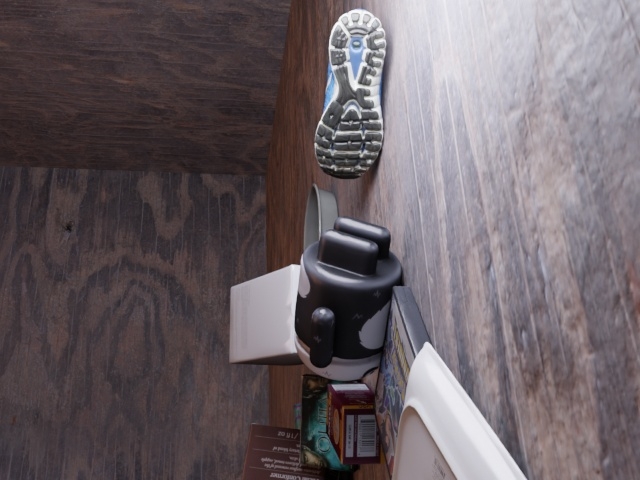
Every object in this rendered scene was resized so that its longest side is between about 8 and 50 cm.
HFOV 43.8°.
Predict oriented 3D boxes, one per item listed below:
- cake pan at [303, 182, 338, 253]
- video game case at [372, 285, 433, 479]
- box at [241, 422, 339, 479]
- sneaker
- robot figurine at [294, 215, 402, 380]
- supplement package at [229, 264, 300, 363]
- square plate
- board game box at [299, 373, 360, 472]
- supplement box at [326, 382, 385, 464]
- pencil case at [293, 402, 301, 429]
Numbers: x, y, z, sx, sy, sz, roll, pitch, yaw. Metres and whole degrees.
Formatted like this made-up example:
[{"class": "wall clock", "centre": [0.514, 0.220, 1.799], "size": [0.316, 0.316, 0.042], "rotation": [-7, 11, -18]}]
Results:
[{"class": "cake pan", "centre": [0.000, 0.000, 2.052], "size": [0.293, 0.054, 0.293], "rotation": [-179, 90, -82]}, {"class": "video game case", "centre": [0.129, 0.247, 1.195], "size": [0.275, 0.035, 0.248], "rotation": [-103, 16, -59]}, {"class": "box", "centre": [-0.079, 0.598, 1.709], "size": [0.143, 0.191, 0.381], "rotation": [55, -140, -65]}, {"class": "sneaker", "centre": [0.068, -0.274, 1.510], "size": [0.147, 0.129, 0.330], "rotation": [-73, -8, -65]}, {"class": "robot figurine", "centre": [0.047, 0.104, 1.336], "size": [0.173, 0.209, 0.278], "rotation": [46, 136, 50]}, {"class": "supplement package", "centre": [-0.054, 0.167, 1.678], "size": [0.293, 0.175, 0.177], "rotation": [-20, 66, 58]}, {"class": "square plate", "centre": [0.144, 0.349, 0.917], "size": [0.347, 0.049, 0.344], "rotation": [-121, 32, -63]}, {"class": "board game box", "centre": [0.019, 0.375, 1.641], "size": [0.026, 0.126, 0.186], "rotation": [-1, -87, -66]}, {"class": "supplement box", "centre": [0.063, 0.334, 1.471], "size": [0.188, 0.081, 0.104], "rotation": [-162, 73, -82]}, {"class": "pencil case", "centre": [-0.043, 0.532, 2.213], "size": [0.070, 0.064, 0.152], "rotation": [133, 141, -53]}]
